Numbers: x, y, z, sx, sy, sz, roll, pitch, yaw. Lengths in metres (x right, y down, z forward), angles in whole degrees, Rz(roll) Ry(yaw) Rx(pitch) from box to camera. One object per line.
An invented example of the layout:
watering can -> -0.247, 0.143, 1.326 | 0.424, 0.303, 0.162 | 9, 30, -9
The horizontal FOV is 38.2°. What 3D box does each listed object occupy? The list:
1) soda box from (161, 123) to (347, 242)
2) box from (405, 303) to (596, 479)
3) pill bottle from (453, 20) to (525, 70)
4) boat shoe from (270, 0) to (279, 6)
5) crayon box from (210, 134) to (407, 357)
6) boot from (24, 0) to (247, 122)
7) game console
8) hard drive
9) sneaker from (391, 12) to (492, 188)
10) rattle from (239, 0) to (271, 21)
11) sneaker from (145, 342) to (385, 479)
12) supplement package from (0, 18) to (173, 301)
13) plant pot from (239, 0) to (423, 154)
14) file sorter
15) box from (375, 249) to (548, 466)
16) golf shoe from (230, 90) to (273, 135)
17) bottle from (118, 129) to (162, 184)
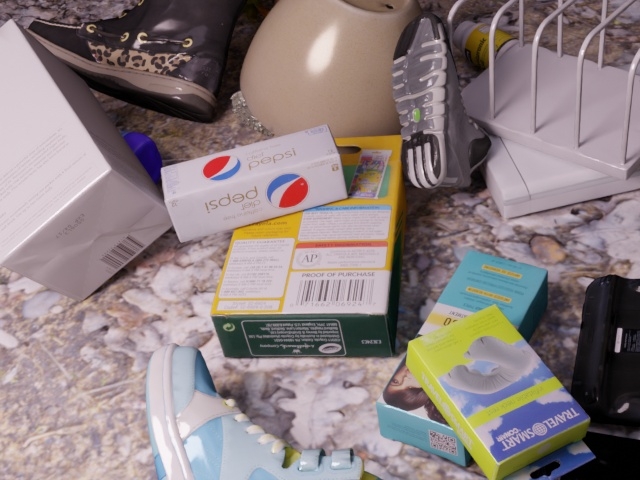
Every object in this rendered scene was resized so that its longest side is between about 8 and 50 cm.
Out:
soda box -> -0.081, -0.070, 1.134 | 0.216, 0.074, 0.069 | -15, 42, -2
box -> 0.174, 0.152, 0.896 | 0.109, 0.042, 0.178 | -21, 50, -18
pill bottle -> 0.261, -0.300, 1.439 | 0.065, 0.065, 0.116 | -29, 44, -19
boat shoe -> 0.061, -0.423, 1.604 | 0.307, 0.110, 0.104 | -19, 71, -19
crayon box -> 0.000, 0.000, 1.156 | 0.203, 0.083, 0.323 | -1, 44, 12
boot -> -0.281, -0.369, 1.490 | 0.377, 0.138, 0.284 | 21, 84, 27
game console -> 0.318, 0.170, 0.932 | 0.213, 0.044, 0.361 | 7, 46, 18
hard drive -> 0.386, -0.152, 1.263 | 0.353, 0.047, 0.233 | -12, 42, -1
sneaker -> 0.165, -0.175, 1.213 | 0.132, 0.228, 0.086 | 6, -8, -42
rattle -> -0.160, -0.354, 1.618 | 0.200, 0.143, 0.130 | -45, 17, -12
sneaker -> -0.050, 0.216, 0.905 | 0.208, 0.127, 0.319 | -17, 52, -4
supplement package -> -0.351, -0.101, 1.185 | 0.177, 0.175, 0.293 | -39, 63, 4
plant pot -> 0.043, -0.277, 1.302 | 0.284, 0.191, 0.284 | 9, 46, -10
file sorter -> 0.325, -0.240, 1.210 | 0.278, 0.173, 0.193 | 26, 54, 35
box -> 0.159, 0.119, 1.007 | 0.101, 0.060, 0.244 | 15, 48, 27
golf shoe -> -0.046, -0.202, 1.408 | 0.176, 0.069, 0.086 | 14, 41, 12
bottle -> -0.376, -0.114, 1.356 | 0.283, 0.092, 0.118 | 10, 52, 22
